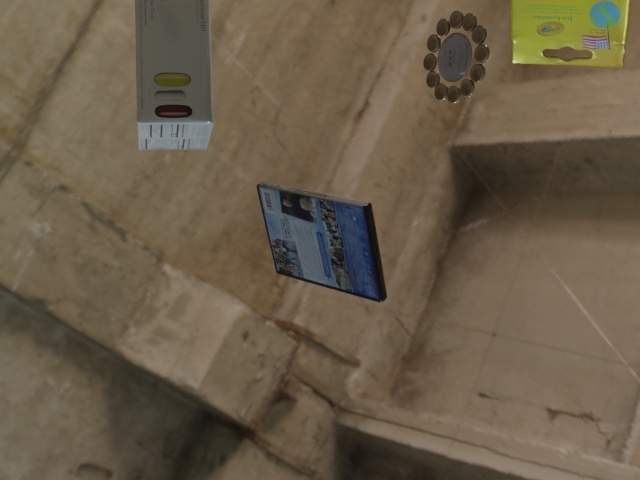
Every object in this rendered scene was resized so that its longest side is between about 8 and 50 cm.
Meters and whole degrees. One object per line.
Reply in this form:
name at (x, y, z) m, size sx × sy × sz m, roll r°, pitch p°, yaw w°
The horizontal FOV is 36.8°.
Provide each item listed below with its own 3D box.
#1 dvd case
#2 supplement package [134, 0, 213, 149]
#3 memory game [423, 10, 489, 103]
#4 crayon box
dvd case at (0.000, 0.000, 1.638) m, size 0.253 × 0.180 × 0.022 m, roll 13°, pitch -145°, yaw 41°
supplement package at (-0.291, -0.329, 1.895) m, size 0.204 × 0.145 × 0.261 m, roll 138°, pitch -51°, yaw -76°
memory game at (0.270, -0.366, 1.921) m, size 0.186 × 0.012 × 0.186 m, roll -2°, pitch -92°, yaw 54°
crayon box at (0.421, -0.444, 1.610) m, size 0.202 × 0.318 × 0.081 m, roll 7°, pitch -135°, yaw 17°
